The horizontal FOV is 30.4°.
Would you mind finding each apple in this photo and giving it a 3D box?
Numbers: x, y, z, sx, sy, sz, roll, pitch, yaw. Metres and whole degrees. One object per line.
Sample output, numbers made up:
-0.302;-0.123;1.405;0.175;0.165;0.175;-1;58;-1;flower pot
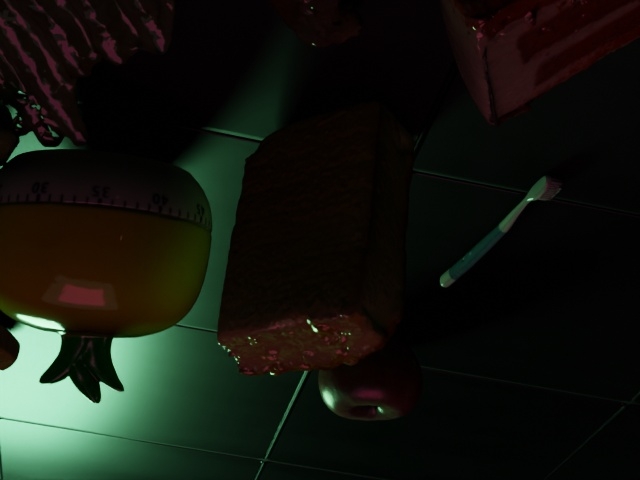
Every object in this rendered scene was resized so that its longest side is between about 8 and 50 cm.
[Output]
0.074;0.196;1.710;0.154;0.119;0.153;1;153;0;apple

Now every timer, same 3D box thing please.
-0.258;0.048;1.329;0.285;0.285;0.285;4;149;3;timer

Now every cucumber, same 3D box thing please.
-0.362;-0.099;1.289;0.044;0.043;0.257;29;171;-17;cucumber

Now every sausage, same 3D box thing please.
-0.510;0.147;1.784;0.065;0.065;0.169;-7;147;21;sausage

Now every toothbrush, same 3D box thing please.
0.217;-0.006;1.450;0.025;0.019;0.275;9;149;-20;toothbrush

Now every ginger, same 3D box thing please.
-0.062;-0.250;1.036;0.122;0.084;0.290;-28;136;33;ginger

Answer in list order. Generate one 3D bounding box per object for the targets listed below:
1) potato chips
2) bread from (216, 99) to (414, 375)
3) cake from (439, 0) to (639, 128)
-0.361;-0.227;1.116;0.389;0.097;0.373;23;143;-31;potato chips
0.000;0.000;1.253;0.185;0.274;0.114;-13;140;29;bread
0.213;-0.244;1.034;0.262;0.159;0.158;-31;146;-7;cake
